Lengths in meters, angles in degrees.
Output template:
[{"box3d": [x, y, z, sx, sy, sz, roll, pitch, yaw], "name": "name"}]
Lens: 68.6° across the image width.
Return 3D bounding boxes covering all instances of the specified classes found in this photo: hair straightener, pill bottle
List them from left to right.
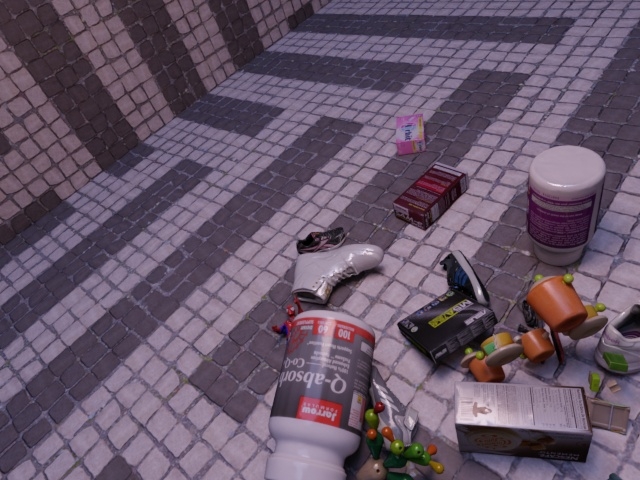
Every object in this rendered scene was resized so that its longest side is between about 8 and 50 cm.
[{"box3d": [0.000, 0.362, 1.068, 0.210, 0.210, 0.363, 0, 59, 22], "name": "pill bottle"}, {"box3d": [0.528, 0.196, 1.156, 0.088, 0.047, 0.231, -7, 50, 17], "name": "hair straightener"}, {"box3d": [0.620, -0.077, 1.208, 0.169, 0.302, 0.169, -11, 44, 11], "name": "pill bottle"}]

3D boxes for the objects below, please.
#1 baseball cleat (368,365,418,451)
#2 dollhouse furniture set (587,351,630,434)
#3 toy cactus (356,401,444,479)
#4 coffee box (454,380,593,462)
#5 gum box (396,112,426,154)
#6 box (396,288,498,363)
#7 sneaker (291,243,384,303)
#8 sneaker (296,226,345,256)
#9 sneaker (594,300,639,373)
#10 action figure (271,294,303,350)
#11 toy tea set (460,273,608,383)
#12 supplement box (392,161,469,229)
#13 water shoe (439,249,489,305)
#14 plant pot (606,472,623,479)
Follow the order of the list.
[{"box3d": [0.170, 0.388, 1.108, 0.109, 0.072, 0.206, -11, 52, 1], "name": "baseball cleat"}, {"box3d": [0.600, 0.315, 0.979, 0.076, 0.152, 0.058, 6, 10, 21], "name": "dollhouse furniture set"}, {"box3d": [0.147, 0.459, 0.992, 0.180, 0.219, 0.112, -44, -4, 29], "name": "toy cactus"}, {"box3d": [0.407, 0.371, 0.966, 0.246, 0.141, 0.098, -3, 46, 18], "name": "coffee box"}, {"box3d": [0.354, -0.420, 1.838, 0.107, 0.062, 0.189, -6, 45, 16], "name": "gum box"}, {"box3d": [0.315, 0.209, 1.187, 0.190, 0.045, 0.184, -30, 16, -8], "name": "box"}, {"box3d": [0.049, 0.112, 1.408, 0.292, 0.108, 0.169, -12, 44, 25], "name": "sneaker"}, {"box3d": [0.000, 0.000, 1.551, 0.178, 0.077, 0.072, -29, 44, -9], "name": "sneaker"}, {"box3d": [0.747, 0.180, 1.008, 0.304, 0.152, 0.114, -24, 38, -3], "name": "sneaker"}, {"box3d": [-0.078, 0.267, 1.277, 0.091, 0.139, 0.280, -17, 40, 4], "name": "action figure"}, {"box3d": [0.445, 0.194, 1.041, 0.336, 0.200, 0.124, -37, 48, 20], "name": "toy tea set"}, {"box3d": [0.367, -0.151, 1.555, 0.239, 0.073, 0.130, -41, 45, -20], "name": "supplement box"}, {"box3d": [0.395, 0.115, 1.294, 0.080, 0.073, 0.203, -36, 35, 18], "name": "water shoe"}, {"box3d": [0.440, 0.550, 0.704, 0.255, 0.272, 0.272, -37, 43, 6], "name": "plant pot"}]
